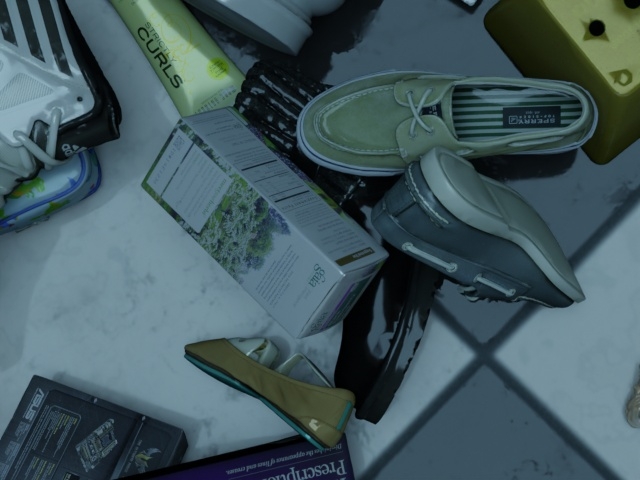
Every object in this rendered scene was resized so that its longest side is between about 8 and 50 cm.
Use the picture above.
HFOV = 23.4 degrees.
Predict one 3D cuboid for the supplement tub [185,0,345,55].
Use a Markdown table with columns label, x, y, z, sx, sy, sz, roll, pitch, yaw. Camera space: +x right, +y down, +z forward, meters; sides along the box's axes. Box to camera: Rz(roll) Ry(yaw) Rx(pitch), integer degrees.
| label | x | y | z | sx | sy | sz | roll | pitch | yaw |
| --- | --- | --- | --- | --- | --- | --- | --- | --- | --- |
| supplement tub | -0.032 | -0.375 | 1.611 | 0.228 | 0.228 | 0.316 | 29 | 91 | 6 |

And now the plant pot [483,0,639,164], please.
| label | x | y | z | sx | sy | sz | roll | pitch | yaw |
| --- | --- | --- | --- | --- | --- | --- | --- | --- | --- |
| plant pot | 0.313 | -0.229 | 1.591 | 0.212 | 0.187 | 0.212 | -38 | 85 | 3 |

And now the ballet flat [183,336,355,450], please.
| label | x | y | z | sx | sy | sz | roll | pitch | yaw |
| --- | --- | --- | --- | --- | --- | --- | --- | --- | --- |
| ballet flat | -0.050 | 0.145 | 1.632 | 0.232 | 0.080 | 0.073 | 28 | 81 | 39 |

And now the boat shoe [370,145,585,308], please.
| label | x | y | z | sx | sy | sz | roll | pitch | yaw |
| --- | --- | --- | --- | --- | --- | --- | --- | --- | --- |
| boat shoe | 0.164 | 0.005 | 1.561 | 0.099 | 0.319 | 0.116 | -36 | 54 | 19 |

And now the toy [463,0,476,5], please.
| label | x | y | z | sx | sy | sz | roll | pitch | yaw |
| --- | --- | --- | --- | --- | --- | --- | --- | --- | --- |
| toy | 0.177 | -0.390 | 1.679 | 0.137 | 0.056 | 0.237 | 35 | 96 | 2 |

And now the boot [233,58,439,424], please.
| label | x | y | z | sx | sy | sz | roll | pitch | yaw |
| --- | --- | --- | --- | --- | --- | --- | --- | --- | --- |
| boot | 0.000 | -0.001 | 1.640 | 0.260 | 0.131 | 0.348 | 14 | 84 | 4 |

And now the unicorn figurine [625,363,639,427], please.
| label | x | y | z | sx | sy | sz | roll | pitch | yaw |
| --- | --- | --- | --- | --- | --- | --- | --- | --- | --- |
| unicorn figurine | 0.397 | 0.203 | 1.633 | 0.162 | 0.060 | 0.111 | 26 | 91 | 22 |

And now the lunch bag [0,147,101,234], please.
| label | x | y | z | sx | sy | sz | roll | pitch | yaw |
| --- | --- | --- | --- | --- | --- | --- | --- | --- | --- |
| lunch bag | -0.348 | -0.123 | 1.700 | 0.176 | 0.090 | 0.219 | -25 | 85 | 5 |

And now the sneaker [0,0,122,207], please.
| label | x | y | z | sx | sy | sz | roll | pitch | yaw |
| --- | --- | --- | --- | --- | --- | --- | --- | --- | --- |
| sneaker | -0.343 | -0.067 | 1.566 | 0.257 | 0.169 | 0.447 | 5 | 84 | 7 |

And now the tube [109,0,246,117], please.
| label | x | y | z | sx | sy | sz | roll | pitch | yaw |
| --- | --- | --- | --- | --- | --- | --- | --- | --- | --- |
| tube | -0.168 | -0.230 | 1.705 | 0.070 | 0.062 | 0.240 | -36 | 89 | 43 |

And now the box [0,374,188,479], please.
| label | x | y | z | sx | sy | sz | roll | pitch | yaw |
| --- | --- | --- | --- | --- | --- | --- | --- | --- | --- |
| box | -0.269 | 0.278 | 1.641 | 0.183 | 0.056 | 0.231 | 19 | 65 | 10 |

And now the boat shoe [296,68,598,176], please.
| label | x | y | z | sx | sy | sz | roll | pitch | yaw |
| --- | --- | --- | --- | --- | --- | --- | --- | --- | --- |
| boat shoe | 0.122 | -0.127 | 1.530 | 0.302 | 0.094 | 0.109 | -5 | 82 | 8 |

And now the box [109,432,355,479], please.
| label | x | y | z | sx | sy | sz | roll | pitch | yaw |
| --- | --- | --- | --- | --- | --- | --- | --- | --- | --- |
| box | -0.088 | 0.313 | 1.588 | 0.261 | 0.103 | 0.184 | -10 | 88 | -29 |

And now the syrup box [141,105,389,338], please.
| label | x | y | z | sx | sy | sz | roll | pitch | yaw |
| --- | --- | --- | --- | --- | --- | --- | --- | --- | --- |
| syrup box | -0.056 | -0.020 | 1.539 | 0.237 | 0.096 | 0.093 | 43 | 120 | 16 |
